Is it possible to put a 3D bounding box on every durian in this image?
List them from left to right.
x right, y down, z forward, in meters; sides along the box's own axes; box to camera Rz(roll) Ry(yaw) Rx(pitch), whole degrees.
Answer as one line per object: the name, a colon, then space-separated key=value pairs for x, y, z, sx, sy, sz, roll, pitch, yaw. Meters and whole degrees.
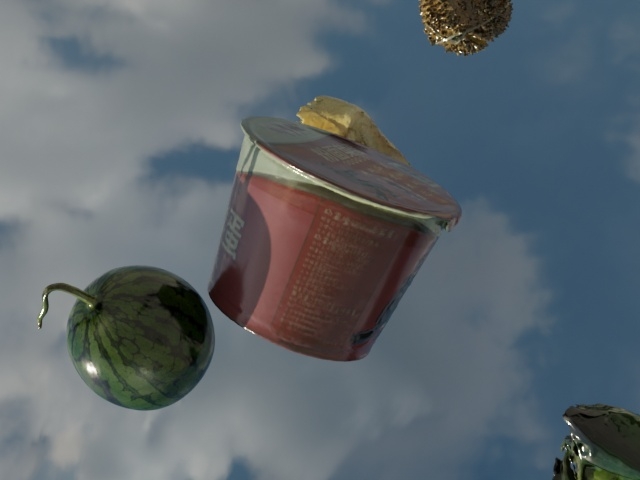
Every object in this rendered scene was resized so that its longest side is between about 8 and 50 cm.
durian: x=0.123 y=-0.202 z=1.053 sx=0.080 sy=0.091 sz=0.080 roll=-16 pitch=-155 yaw=8

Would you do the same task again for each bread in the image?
bread: x=0.032 y=-0.108 z=1.441 sx=0.125 sy=0.082 sz=0.106 roll=43 pitch=178 yaw=-36

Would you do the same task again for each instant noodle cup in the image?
instant noodle cup: x=0.000 y=0.000 z=1.223 sx=0.234 sy=0.178 sz=0.235 roll=21 pitch=-165 yaw=-6

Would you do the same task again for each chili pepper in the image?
chili pepper: x=0.312 y=0.260 z=1.305 sx=0.148 sy=0.265 sz=0.116 roll=26 pitch=-130 yaw=19

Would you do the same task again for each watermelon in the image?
watermelon: x=-0.189 y=0.087 z=1.206 sx=0.187 sy=0.140 sz=0.141 roll=38 pitch=-150 yaw=-43
